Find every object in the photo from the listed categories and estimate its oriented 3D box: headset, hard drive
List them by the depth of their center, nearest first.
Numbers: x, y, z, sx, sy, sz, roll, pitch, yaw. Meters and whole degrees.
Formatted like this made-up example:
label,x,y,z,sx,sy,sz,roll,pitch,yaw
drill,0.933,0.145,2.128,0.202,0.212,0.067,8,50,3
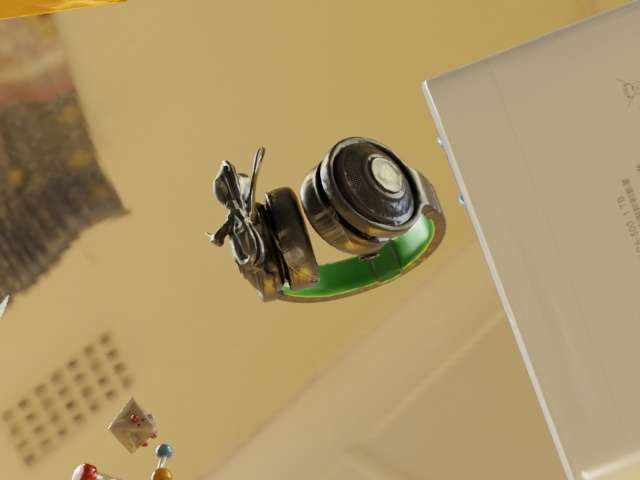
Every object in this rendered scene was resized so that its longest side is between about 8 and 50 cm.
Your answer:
label,x,y,z,sx,sy,sz,roll,pitch,yaw
hard drive,0.233,-0.033,0.743,0.319,0.210,0.040,-21,-178,1
headset,0.000,0.000,1.837,0.243,0.394,0.185,-28,-119,21

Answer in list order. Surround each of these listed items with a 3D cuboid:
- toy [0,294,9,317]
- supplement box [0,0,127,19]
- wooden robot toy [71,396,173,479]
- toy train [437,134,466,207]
label,x,y,z,sx,sy,sz,roll,pitch,yaw
toy,-0.471,0.154,2.025,0.137,0.056,0.237,-48,-162,15
supplement box,-0.322,-0.326,1.683,0.191,0.129,0.194,-10,-155,-15
wooden robot toy,-0.126,0.195,1.076,0.079,0.076,0.173,2,-106,48
toy train,0.163,-0.059,1.160,0.105,0.080,0.184,-28,-155,-13
